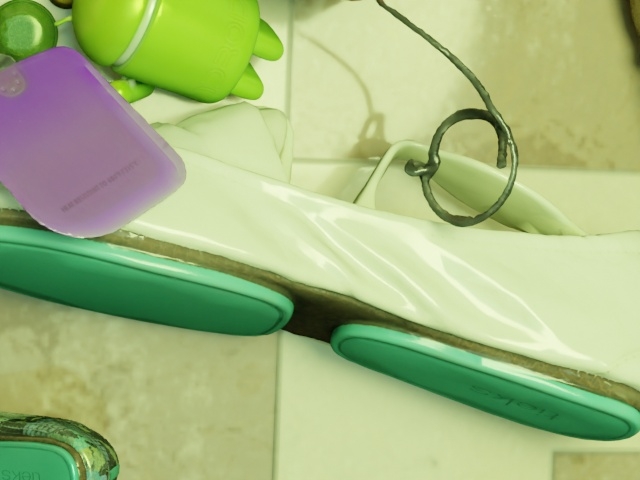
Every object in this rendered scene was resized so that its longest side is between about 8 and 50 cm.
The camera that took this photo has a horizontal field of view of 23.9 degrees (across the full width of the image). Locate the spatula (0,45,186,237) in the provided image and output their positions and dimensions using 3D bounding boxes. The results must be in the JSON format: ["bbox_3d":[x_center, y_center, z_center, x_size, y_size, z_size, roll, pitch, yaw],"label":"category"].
[{"bbox_3d":[-0.195,-0.103,0.737,0.296,0.030,0.084,37,50,18],"label":"spatula"}]

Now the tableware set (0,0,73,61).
[{"bbox_3d":[-0.187,-0.168,0.799,0.154,0.024,0.104,38,91,-12],"label":"tableware set"}]

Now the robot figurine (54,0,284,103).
[{"bbox_3d":[-0.078,-0.113,0.791,0.115,0.067,0.101,18,113,-26],"label":"robot figurine"}]

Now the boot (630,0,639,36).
[{"bbox_3d":[0.233,-0.093,0.856,0.115,0.112,0.305,13,107,29],"label":"boot"}]

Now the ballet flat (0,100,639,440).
[{"bbox_3d":[0.000,0.000,0.802,0.400,0.139,0.139,15,92,-10],"label":"ballet flat"}]

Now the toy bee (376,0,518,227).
[{"bbox_3d":[0.036,-0.184,0.731,0.162,0.298,0.195,19,135,-38],"label":"toy bee"}]

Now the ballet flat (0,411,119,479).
[{"bbox_3d":[-0.190,0.115,0.792,0.188,0.070,0.070,8,94,20],"label":"ballet flat"}]
